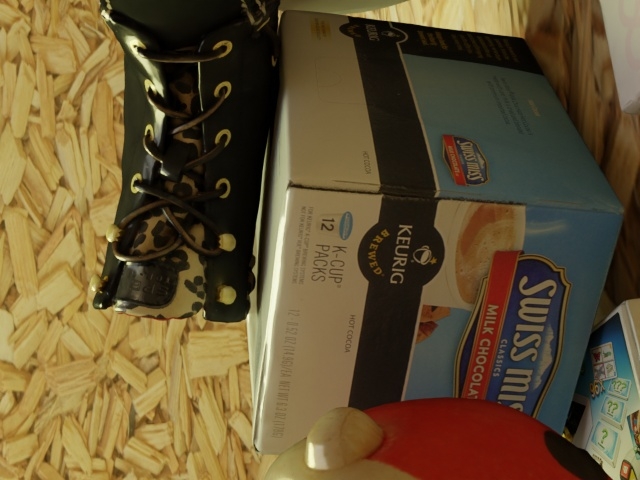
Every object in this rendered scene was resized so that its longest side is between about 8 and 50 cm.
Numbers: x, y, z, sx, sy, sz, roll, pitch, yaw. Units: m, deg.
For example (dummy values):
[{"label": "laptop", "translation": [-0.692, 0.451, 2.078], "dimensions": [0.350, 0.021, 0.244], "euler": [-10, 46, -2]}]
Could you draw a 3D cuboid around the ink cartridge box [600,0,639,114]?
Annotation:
[{"label": "ink cartridge box", "translation": [0.212, -0.215, 0.663], "dimensions": [0.189, 0.066, 0.232], "euler": [116, 143, -73]}]

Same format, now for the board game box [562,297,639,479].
[{"label": "board game box", "translation": [0.215, 0.179, 0.855], "dimensions": [0.305, 0.053, 0.193], "euler": [109, 154, -68]}]

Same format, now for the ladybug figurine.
[{"label": "ladybug figurine", "translation": [0.133, 0.251, 0.692], "dimensions": [0.305, 0.162, 0.449], "euler": [14, 143, 54]}]

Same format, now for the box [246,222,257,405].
[{"label": "box", "translation": [0.020, 0.085, 1.385], "dimensions": [0.345, 0.215, 0.168], "euler": [-98, 5, -68]}]

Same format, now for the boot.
[{"label": "boot", "translation": [-0.104, -0.082, 0.850], "dimensions": [0.377, 0.138, 0.284], "euler": [137, 139, -87]}]

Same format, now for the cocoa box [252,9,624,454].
[{"label": "cocoa box", "translation": [0.069, -0.016, 0.916], "dimensions": [0.347, 0.228, 0.231], "euler": [-95, 12, -61]}]

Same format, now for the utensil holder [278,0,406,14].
[{"label": "utensil holder", "translation": [0.004, -0.443, 0.998], "dimensions": [0.327, 0.327, 0.385], "euler": [102, 158, -61]}]
